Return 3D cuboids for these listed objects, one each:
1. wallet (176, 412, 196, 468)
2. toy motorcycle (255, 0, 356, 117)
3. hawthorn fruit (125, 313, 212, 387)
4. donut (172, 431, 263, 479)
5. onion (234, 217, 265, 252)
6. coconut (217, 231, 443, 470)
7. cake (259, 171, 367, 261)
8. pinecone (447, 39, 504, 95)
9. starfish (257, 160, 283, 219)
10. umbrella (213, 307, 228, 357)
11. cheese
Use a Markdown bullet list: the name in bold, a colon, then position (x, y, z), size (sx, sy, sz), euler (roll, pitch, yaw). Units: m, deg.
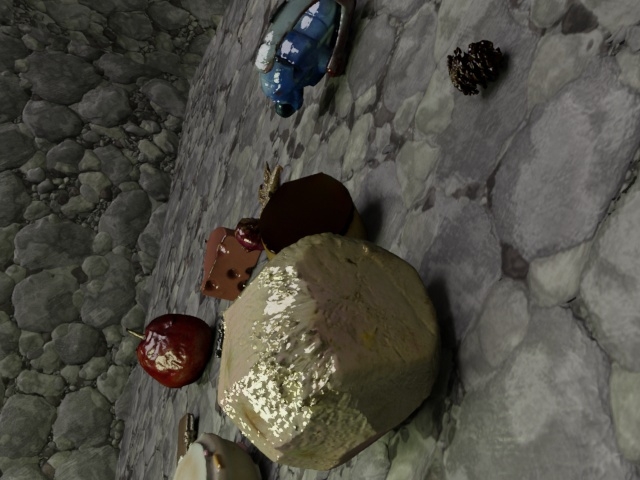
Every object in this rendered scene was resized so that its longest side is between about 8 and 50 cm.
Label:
- **wallet**: position (-0.400, 0.598, 2.055), size (0.118, 0.039, 0.152), euler (134, 142, -55)
- **toy motorcycle**: position (-0.058, -0.461, 1.622), size (0.182, 0.241, 0.319), euler (32, 94, 48)
- **hawthorn fruit**: position (-0.474, 0.327, 2.130), size (0.210, 0.266, 0.230), euler (-130, 60, -87)
- **donut**: position (-0.237, 0.612, 1.486), size (0.383, 0.143, 0.382), euler (-165, 90, -70)
- **onion**: position (-0.175, -0.012, 1.808), size (0.097, 0.107, 0.107), euler (-61, 24, 18)
- **coconut**: position (-0.006, 0.169, 1.006), size (0.309, 0.298, 0.297), euler (128, 149, -45)
- **cake**: position (0.000, 0.000, 1.308), size (0.185, 0.178, 0.207), euler (12, 67, 30)
- **pinecone**: position (0.228, -0.255, 1.013), size (0.083, 0.077, 0.077), euler (-20, 53, 33)
- **starfish**: position (-0.143, -0.116, 1.887), size (0.227, 0.043, 0.240), euler (-102, 30, -54)
- **umbrella**: position (-0.277, 0.265, 1.973), size (0.037, 0.040, 0.143), euler (142, 141, -71)
- **cheese**: position (-0.247, 0.038, 1.926), size (0.177, 0.128, 0.202), euler (131, 148, -50)
